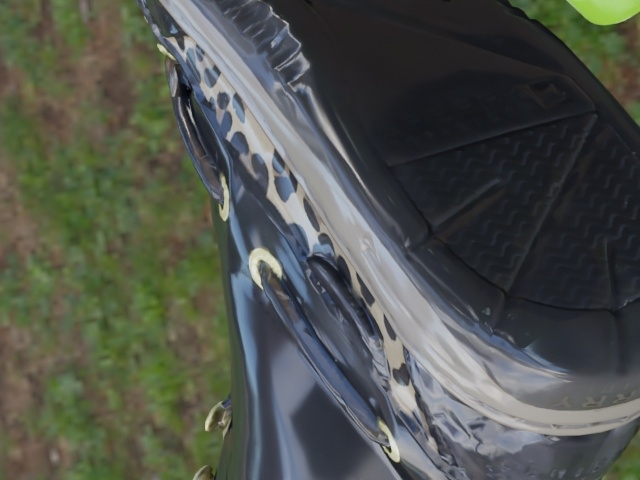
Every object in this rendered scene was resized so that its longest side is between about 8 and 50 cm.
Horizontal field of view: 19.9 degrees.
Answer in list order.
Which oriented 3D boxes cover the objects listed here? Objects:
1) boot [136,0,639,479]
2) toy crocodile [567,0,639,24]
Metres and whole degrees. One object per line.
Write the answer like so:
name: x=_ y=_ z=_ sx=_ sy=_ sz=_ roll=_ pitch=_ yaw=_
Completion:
boot: x=0.000 y=0.000 z=0.721 sx=0.377 sy=0.138 sz=0.284 roll=56 pitch=150 yaw=37
toy crocodile: x=0.168 y=-0.194 z=0.852 sx=0.340 sy=0.115 sz=0.105 roll=-17 pitch=43 yaw=50
